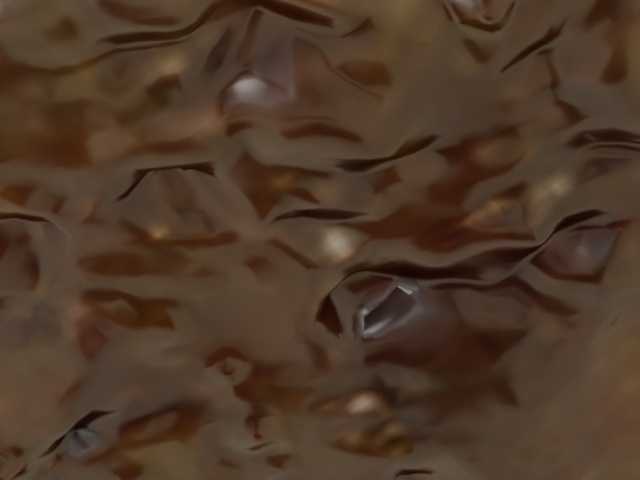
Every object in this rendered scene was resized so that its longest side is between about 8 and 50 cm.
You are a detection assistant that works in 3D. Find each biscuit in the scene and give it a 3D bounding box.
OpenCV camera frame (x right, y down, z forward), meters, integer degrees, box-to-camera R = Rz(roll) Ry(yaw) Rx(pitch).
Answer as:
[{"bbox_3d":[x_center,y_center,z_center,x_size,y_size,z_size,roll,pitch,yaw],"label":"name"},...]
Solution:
[{"bbox_3d":[0.000,0.000,0.496,0.342,0.395,0.166,-26,45,13],"label":"biscuit"}]
